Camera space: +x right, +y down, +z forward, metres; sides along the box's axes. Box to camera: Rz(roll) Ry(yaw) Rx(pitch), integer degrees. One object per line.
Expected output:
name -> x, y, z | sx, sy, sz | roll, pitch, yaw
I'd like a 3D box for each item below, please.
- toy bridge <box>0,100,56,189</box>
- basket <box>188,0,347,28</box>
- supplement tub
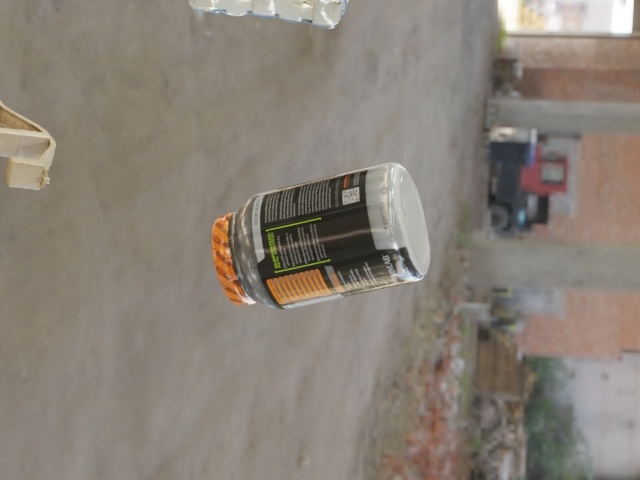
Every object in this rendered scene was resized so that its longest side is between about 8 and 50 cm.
toy bridge -> -0.283, -0.091, 1.241 | 0.188, 0.063, 0.026 | 44, -58, 52
basket -> -0.062, -0.382, 1.561 | 0.289, 0.254, 0.201 | -86, -175, -46
supplement tub -> 0.000, 0.000, 1.262 | 0.117, 0.190, 0.117 | -12, 90, -74
